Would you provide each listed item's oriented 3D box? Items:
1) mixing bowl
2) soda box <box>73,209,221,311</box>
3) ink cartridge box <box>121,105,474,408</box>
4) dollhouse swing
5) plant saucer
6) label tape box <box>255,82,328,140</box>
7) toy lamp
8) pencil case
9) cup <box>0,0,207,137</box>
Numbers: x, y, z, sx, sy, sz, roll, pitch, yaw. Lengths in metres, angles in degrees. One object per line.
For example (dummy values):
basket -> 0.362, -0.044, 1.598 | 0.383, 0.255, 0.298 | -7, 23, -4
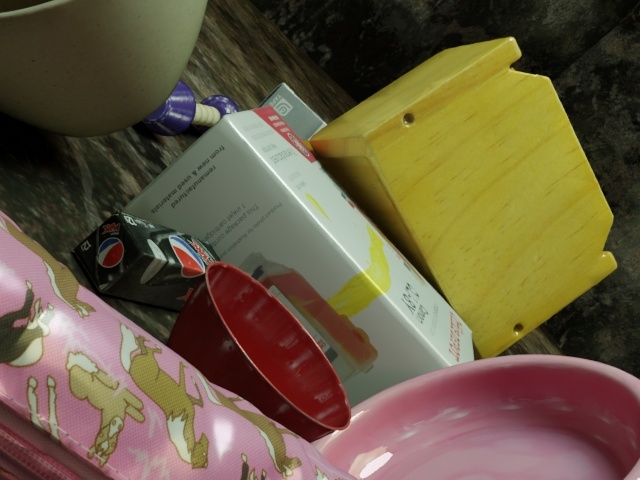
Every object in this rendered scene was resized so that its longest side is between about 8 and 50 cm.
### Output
mixing bowl -> -0.068, 0.118, 0.962 | 0.181, 0.098, 0.181 | 45, 13, -13
soda box -> -0.151, 0.023, 1.051 | 0.053, 0.060, 0.169 | 55, 13, 22
ink cartridge box -> -0.006, 0.044, 1.265 | 0.384, 0.160, 0.279 | 48, 11, -2
dollhouse swing -> 0.147, -0.060, 1.503 | 0.346, 0.315, 0.305 | 59, -10, -21
plant saucer -> 0.139, 0.210, 0.969 | 0.332, 0.332, 0.084 | -91, 165, -72
label tape box -> 0.031, -0.086, 1.743 | 0.334, 0.106, 0.240 | 43, 1, -2
toy lamp -> -0.182, -0.177, 1.533 | 0.080, 0.080, 0.275 | 50, 11, 5
pencil case -> -0.137, 0.105, 0.625 | 0.386, 0.167, 0.160 | 43, 48, -25
cup -> -0.239, -0.236, 1.056 | 0.331, 0.331, 0.237 | 57, -11, 35
